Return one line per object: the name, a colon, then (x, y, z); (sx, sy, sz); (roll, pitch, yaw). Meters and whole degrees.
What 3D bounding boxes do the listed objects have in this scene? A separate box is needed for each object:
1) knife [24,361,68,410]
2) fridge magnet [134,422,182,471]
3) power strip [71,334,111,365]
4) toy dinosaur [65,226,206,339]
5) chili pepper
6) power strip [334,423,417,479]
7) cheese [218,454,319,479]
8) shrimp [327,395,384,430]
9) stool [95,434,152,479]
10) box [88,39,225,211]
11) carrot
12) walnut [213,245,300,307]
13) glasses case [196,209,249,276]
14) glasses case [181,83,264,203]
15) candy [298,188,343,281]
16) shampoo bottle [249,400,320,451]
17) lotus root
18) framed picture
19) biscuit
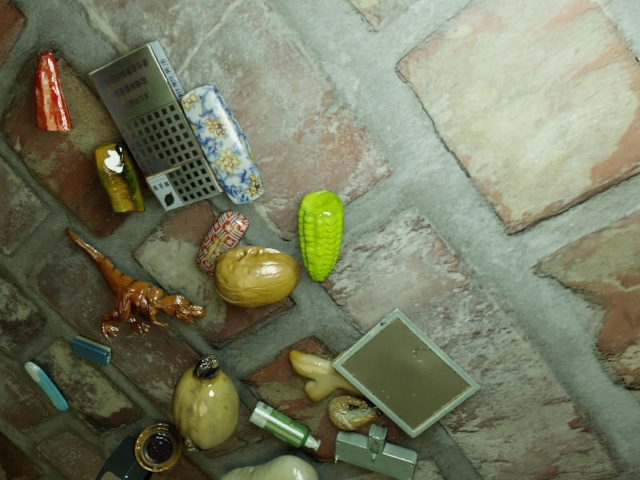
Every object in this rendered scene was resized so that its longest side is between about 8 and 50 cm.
knife: (-0.917, 0.491, 1.813); (0.064, 0.031, 0.222); (-12, 118, 23)
fridge magnet: (-0.503, 0.644, 1.678); (0.143, 0.143, 0.063); (39, 162, -4)
power strip: (-0.686, 0.331, 1.622); (0.123, 0.032, 0.056); (18, 125, 10)
toy dinosaur: (-0.513, 0.152, 1.409); (0.431, 0.097, 0.208); (25, 112, 2)
chili pepper: (-0.588, -0.325, 1.175); (0.088, 0.065, 0.169); (14, 120, 13)
power strip: (0.142, 0.545, 1.400); (0.215, 0.061, 0.145); (11, 123, 15)
cheese: (-0.153, 0.735, 1.590); (0.350, 0.130, 0.329); (17, 126, 9)
shrimp: (0.094, 0.430, 1.372); (0.180, 0.041, 0.099); (-25, 93, 33)
stool: (-0.621, 0.756, 1.729); (0.141, 0.232, 0.232); (30, 126, 2)
box: (-0.333, -0.229, 1.137); (0.180, 0.047, 0.325); (-13, 113, 28)
carrot: (-0.456, -0.135, 1.222); (0.082, 0.082, 0.173); (-1, 116, 22)
walnut: (-0.150, 0.096, 1.208); (0.211, 0.087, 0.167); (-10, 126, 15)
glasses case: (-0.232, 0.009, 1.236); (0.073, 0.049, 0.194); (36, 126, -1)
glasses case: (-0.193, -0.191, 1.089); (0.086, 0.065, 0.248); (-17, 111, 17)
candy: (0.000, 0.000, 1.115); (0.096, 0.097, 0.210); (13, 128, 14)
shampoo bottle: (-0.093, 0.517, 1.481); (0.204, 0.065, 0.065); (28, 126, 4)
lotus root: (-0.306, 0.421, 1.442); (0.182, 0.183, 0.310); (13, 121, 14)
framed picture: (0.193, 0.307, 1.234); (0.273, 0.016, 0.216); (44, 109, -7)
biscuit: (0.035, 0.329, 1.323); (0.207, 0.047, 0.164); (-14, 111, 28)
